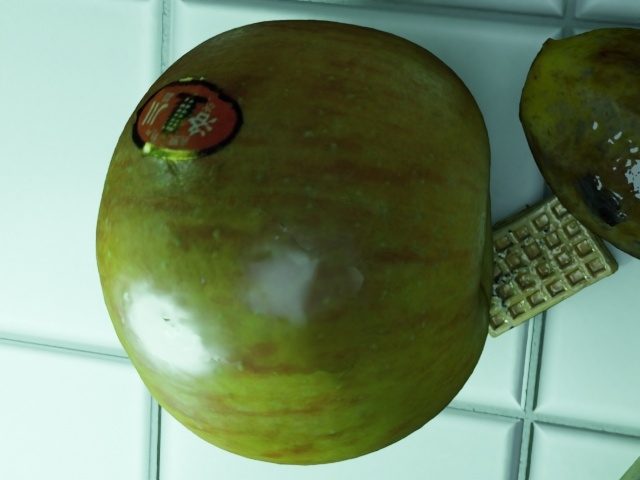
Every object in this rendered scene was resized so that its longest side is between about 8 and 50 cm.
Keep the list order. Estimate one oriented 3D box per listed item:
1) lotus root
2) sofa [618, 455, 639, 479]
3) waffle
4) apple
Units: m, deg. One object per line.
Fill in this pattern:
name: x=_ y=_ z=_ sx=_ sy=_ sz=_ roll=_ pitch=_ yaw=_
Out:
lotus root: x=0.306 y=-0.074 z=1.364 sx=0.291 sy=0.193 sz=0.193 roll=32 pitch=111 yaw=4
sofa: x=0.386 y=0.298 z=1.445 sx=0.258 sy=0.182 sz=0.200 roll=36 pitch=111 yaw=3
waffle: x=0.203 y=0.021 z=1.490 sx=0.148 sy=0.042 sz=0.102 roll=-30 pitch=96 yaw=21
apple: x=0.000 y=0.000 z=1.349 sx=0.334 sy=0.400 sz=0.400 roll=7 pitch=108 yaw=27
